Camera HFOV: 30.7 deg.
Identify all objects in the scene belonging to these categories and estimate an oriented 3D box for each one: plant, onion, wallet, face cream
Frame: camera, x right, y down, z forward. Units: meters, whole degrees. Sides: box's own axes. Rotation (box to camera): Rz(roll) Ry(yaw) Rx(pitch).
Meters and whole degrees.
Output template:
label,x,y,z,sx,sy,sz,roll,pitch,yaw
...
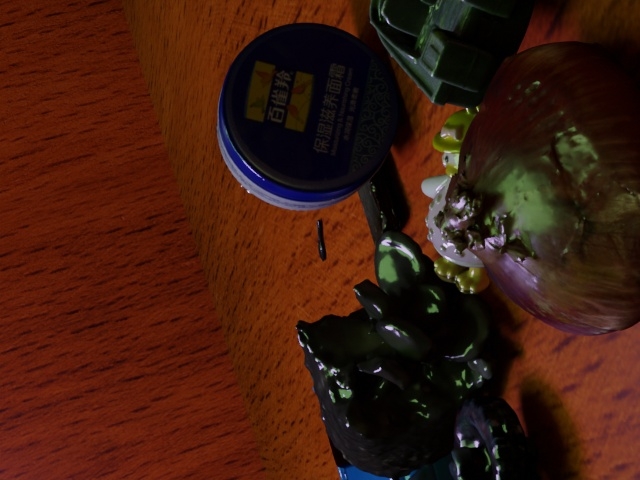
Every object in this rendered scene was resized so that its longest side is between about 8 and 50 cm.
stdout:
label,x,y,z,sx,sy,sz,roll,pitch,yaw
plant,0.083,0.135,1.297,0.276,0.188,0.199,92,157,-51
onion,0.162,-0.031,0.869,0.230,0.163,0.230,160,90,-83
wallet,0.055,-0.106,1.479,0.122,0.031,0.232,109,146,-73
face cream,-0.018,-0.140,1.357,0.111,0.206,0.206,128,125,-74

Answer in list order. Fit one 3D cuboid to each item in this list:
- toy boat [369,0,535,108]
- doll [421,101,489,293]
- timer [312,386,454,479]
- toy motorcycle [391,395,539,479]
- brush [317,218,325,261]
label,x,y,z,sx,sy,sz,roll,pitch,yaw
toy boat,0.094,-0.225,1.024,0.319,0.092,0.141,-115,43,-62
doll,0.143,-0.043,1.100,0.129,0.081,0.207,35,140,39
timer,0.084,0.267,1.599,0.340,0.115,0.309,123,133,-72
toy motorcycle,0.168,0.361,1.239,0.232,0.172,0.416,-111,22,-45
brush,0.000,0.000,1.846,0.024,0.008,0.083,-117,17,-49
